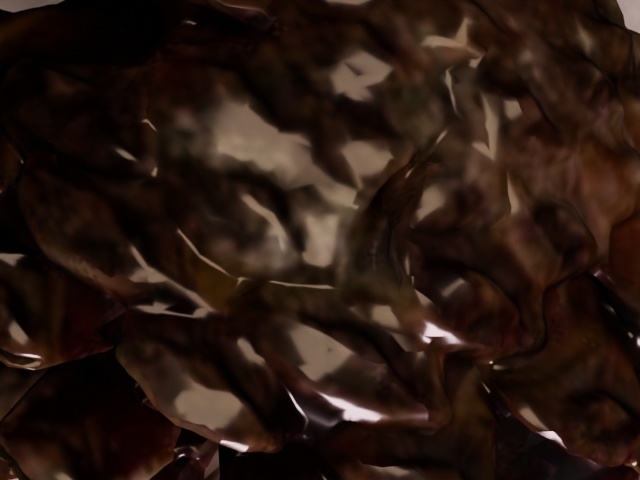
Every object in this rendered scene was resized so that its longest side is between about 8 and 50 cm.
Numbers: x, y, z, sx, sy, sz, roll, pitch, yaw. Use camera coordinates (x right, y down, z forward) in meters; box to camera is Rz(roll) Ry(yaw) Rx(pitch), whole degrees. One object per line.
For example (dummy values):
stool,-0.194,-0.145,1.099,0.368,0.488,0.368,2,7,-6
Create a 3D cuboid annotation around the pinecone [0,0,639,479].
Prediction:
pinecone,-0.004,0.004,0.501,0.298,0.242,0.296,37,71,-7
